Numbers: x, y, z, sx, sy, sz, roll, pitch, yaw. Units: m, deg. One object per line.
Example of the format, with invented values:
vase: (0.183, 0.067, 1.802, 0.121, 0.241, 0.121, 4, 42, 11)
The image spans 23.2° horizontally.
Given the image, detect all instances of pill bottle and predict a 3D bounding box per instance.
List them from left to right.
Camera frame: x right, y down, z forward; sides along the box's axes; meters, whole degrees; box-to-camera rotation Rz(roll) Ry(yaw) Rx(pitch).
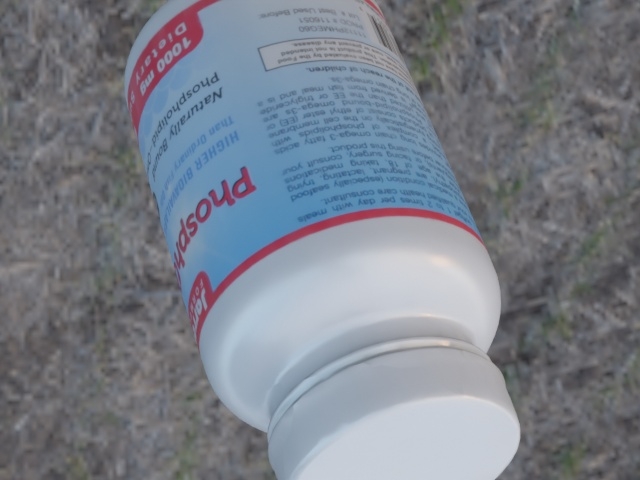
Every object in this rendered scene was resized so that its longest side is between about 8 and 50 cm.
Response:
pill bottle: (0.000, 0.000, 0.455, 0.087, 0.160, 0.087, -13, 143, -10)
